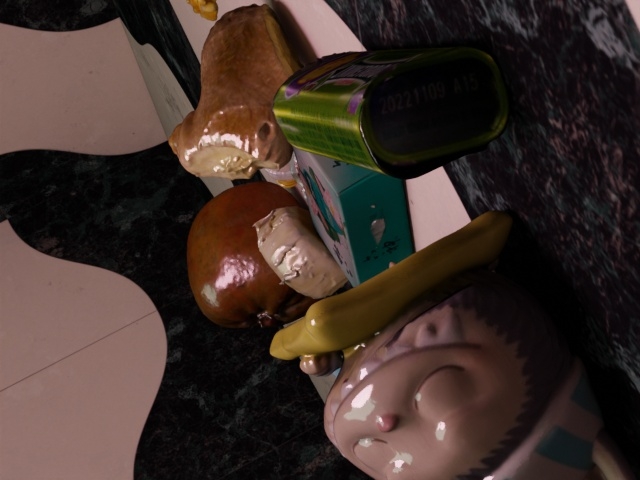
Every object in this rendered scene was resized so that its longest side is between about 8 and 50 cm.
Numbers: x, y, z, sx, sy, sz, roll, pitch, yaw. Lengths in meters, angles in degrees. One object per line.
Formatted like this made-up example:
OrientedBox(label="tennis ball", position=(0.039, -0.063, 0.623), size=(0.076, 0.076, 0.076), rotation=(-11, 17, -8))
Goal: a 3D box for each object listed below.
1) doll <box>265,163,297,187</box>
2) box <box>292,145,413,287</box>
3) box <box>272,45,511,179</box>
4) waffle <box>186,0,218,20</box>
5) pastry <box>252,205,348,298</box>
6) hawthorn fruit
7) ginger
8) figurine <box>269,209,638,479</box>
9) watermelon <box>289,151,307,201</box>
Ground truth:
OrientedBox(label="doll", position=(-0.060, -0.144, 1.870), size=(0.127, 0.073, 0.084), rotation=(79, -167, -67))
OrientedBox(label="box", position=(0.043, -0.057, 1.462), size=(0.153, 0.092, 0.245), rotation=(56, 168, 35))
OrientedBox(label="box", position=(0.052, -0.131, 1.071), size=(0.097, 0.134, 0.345), rotation=(66, 171, -14))
OrientedBox(label="waffle", position=(-0.185, -0.445, 1.531), size=(0.262, 0.060, 0.280), rotation=(133, 121, -72))
OrientedBox(label="pastry", position=(-0.019, 0.014, 1.636), size=(0.166, 0.088, 0.166), rotation=(36, -161, -14))
OrientedBox(label="hawthorn fruit", position=(-0.127, 0.016, 2.114), size=(0.268, 0.268, 0.301), rotation=(85, 168, -68))
OrientedBox(label="ginger", position=(-0.114, -0.195, 1.522), size=(0.130, 0.221, 0.275), rotation=(38, -162, -41))
OrientedBox(label="figurine", position=(0.141, 0.195, 1.147), size=(0.377, 0.266, 0.361), rotation=(62, 177, 4))
OrientedBox(label="watermelon", position=(0.004, -0.095, 1.657), size=(0.187, 0.071, 0.139), rotation=(66, 166, -21))
